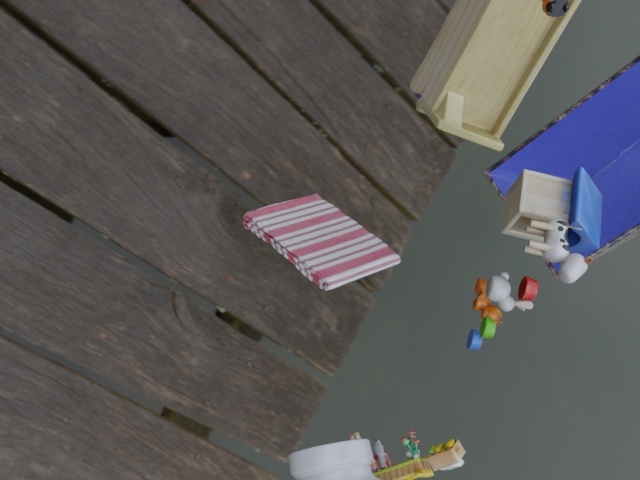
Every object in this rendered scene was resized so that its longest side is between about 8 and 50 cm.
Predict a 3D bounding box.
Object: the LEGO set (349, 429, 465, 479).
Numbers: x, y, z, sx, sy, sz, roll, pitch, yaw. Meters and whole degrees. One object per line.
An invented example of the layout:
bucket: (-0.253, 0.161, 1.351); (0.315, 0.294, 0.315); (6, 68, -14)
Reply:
LEGO set: (0.118, 0.357, 1.211); (0.132, 0.287, 0.107); (-3, 61, -21)

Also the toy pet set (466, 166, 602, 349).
toy pet set: (0.157, 0.015, 0.506); (0.065, 0.122, 0.114); (14, 66, -1)

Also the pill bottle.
pill bottle: (0.038, 0.429, 1.048); (0.153, 0.153, 0.264); (6, 63, -39)

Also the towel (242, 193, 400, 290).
towel: (0.000, 0.000, 1.032); (0.144, 0.197, 0.029); (-18, 133, -38)

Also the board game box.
board game box: (0.362, -0.090, 0.840); (0.291, 0.232, 0.141); (-9, 64, -59)

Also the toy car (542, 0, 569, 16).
toy car: (0.346, -0.347, 0.992); (0.122, 0.040, 0.060); (-25, 126, -16)

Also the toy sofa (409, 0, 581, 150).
toy sofa: (0.316, -0.360, 1.289); (0.150, 0.177, 0.362); (15, 118, -23)
